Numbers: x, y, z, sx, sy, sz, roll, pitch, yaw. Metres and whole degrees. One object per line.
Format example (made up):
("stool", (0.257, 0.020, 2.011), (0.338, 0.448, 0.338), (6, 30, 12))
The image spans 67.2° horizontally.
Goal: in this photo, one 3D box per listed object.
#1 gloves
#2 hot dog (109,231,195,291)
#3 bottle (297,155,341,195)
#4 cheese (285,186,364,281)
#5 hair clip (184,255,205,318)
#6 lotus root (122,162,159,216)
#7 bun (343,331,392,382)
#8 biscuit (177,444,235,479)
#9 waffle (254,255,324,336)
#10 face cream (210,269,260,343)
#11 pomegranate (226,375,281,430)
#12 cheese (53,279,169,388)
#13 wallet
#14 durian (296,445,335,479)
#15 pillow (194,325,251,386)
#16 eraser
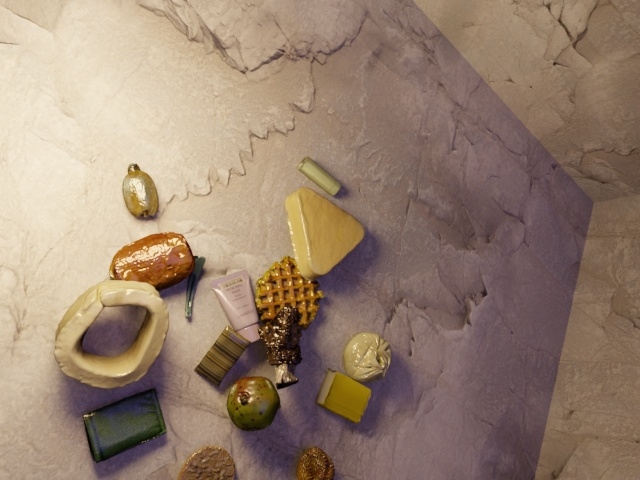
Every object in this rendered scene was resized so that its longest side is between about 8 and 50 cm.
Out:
("gloves", (-0.140, 0.396, 1.805), (0.210, 0.135, 0.313), (31, 59, -63))
("hot dog", (-0.576, 0.082, 1.652), (0.272, 0.122, 0.196), (-24, 97, -18))
("bottle", (-0.004, -0.280, 2.109), (0.201, 0.072, 0.072), (36, 65, -25))
("cheese", (-0.001, -0.001, 2.015), (0.383, 0.104, 0.385), (15, 64, -34))
("hair clip", (-0.464, 0.169, 1.758), (0.039, 0.070, 0.230), (13, 84, -35))
("lotus root", (-0.628, -0.175, 1.672), (0.113, 0.088, 0.192), (-14, 91, -28))
("bun", (0.218, 0.514, 2.105), (0.229, 0.145, 0.230), (2, 85, -33))
("biscuit", (-0.403, 0.840, 1.708), (0.219, 0.033, 0.220), (3, 85, -34))
("waffle", (-0.132, 0.234, 1.954), (0.302, 0.068, 0.325), (44, 61, -21))
("face cream", (-0.303, 0.259, 1.833), (0.153, 0.096, 0.274), (-19, 83, -25))
("pomegranate", (-0.224, 0.594, 1.773), (0.245, 0.198, 0.199), (9, 78, -42))
("cheese", (-0.644, 0.280, 1.506), (0.292, 0.153, 0.333), (33, 82, -30))
("wallet", (-0.636, 0.600, 1.577), (0.235, 0.055, 0.161), (-13, 88, -40))
("durian", (-0.019, 0.903, 1.903), (0.158, 0.136, 0.168), (30, 52, -47))
("pillow", (-0.356, 0.420, 1.756), (0.113, 0.038, 0.203), (38, 87, -7))
("eraser", (0.102, 0.663, 2.047), (0.226, 0.069, 0.158), (34, 67, -25))
